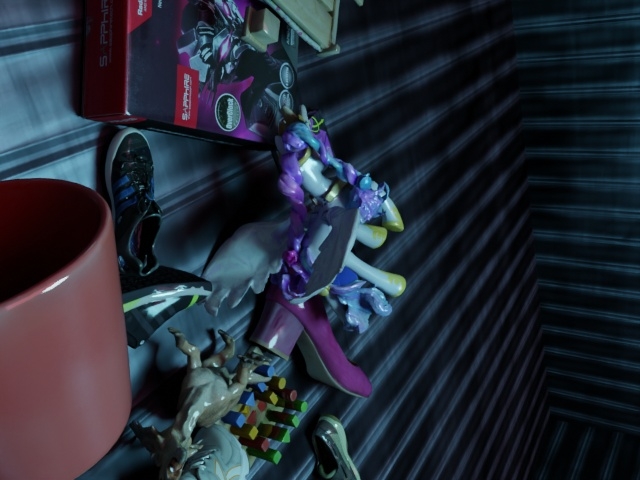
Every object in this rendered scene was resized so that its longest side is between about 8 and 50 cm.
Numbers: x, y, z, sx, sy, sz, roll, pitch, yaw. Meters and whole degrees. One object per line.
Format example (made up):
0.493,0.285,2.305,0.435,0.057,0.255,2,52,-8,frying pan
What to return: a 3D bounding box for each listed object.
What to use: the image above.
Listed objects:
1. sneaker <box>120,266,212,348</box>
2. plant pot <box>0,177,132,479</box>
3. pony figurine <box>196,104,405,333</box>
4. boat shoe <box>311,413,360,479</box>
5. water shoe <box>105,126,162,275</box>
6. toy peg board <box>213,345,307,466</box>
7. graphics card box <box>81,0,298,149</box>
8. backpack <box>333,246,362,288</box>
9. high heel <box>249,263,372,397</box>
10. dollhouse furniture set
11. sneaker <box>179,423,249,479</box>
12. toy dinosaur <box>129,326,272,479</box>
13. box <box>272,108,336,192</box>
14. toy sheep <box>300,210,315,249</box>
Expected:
-0.258,0.100,0.837,0.234,0.084,0.097,-8,112,-50,sneaker
-0.316,0.104,0.591,0.275,0.274,0.243,-44,138,-46,plant pot
0.000,0.000,0.989,0.363,0.302,0.351,45,53,-38,pony figurine
0.026,0.486,1.283,0.073,0.080,0.224,-31,112,-45,boat shoe
-0.246,-0.052,0.817,0.073,0.080,0.203,-6,102,-57,water shoe
-0.102,0.306,1.069,0.161,0.079,0.161,-57,136,-38,toy peg board
-0.176,-0.271,0.906,0.370,0.094,0.233,1,91,-57,graphics card box
0.033,0.053,1.239,0.120,0.101,0.098,-90,173,-69,backpack
0.024,0.191,1.197,0.377,0.127,0.181,42,69,-45,high heel
-0.053,-0.403,0.984,0.303,0.173,0.356,26,67,-53,dollhouse furniture set
-0.172,0.355,0.870,0.262,0.099,0.121,-107,172,-61,sneaker
-0.183,0.250,0.913,0.201,0.127,0.295,-66,164,-1,toy dinosaur
-0.030,-0.175,1.188,0.162,0.029,0.116,-51,132,-40,box
-0.013,-0.014,1.179,0.091,0.091,0.132,58,33,-40,toy sheep
